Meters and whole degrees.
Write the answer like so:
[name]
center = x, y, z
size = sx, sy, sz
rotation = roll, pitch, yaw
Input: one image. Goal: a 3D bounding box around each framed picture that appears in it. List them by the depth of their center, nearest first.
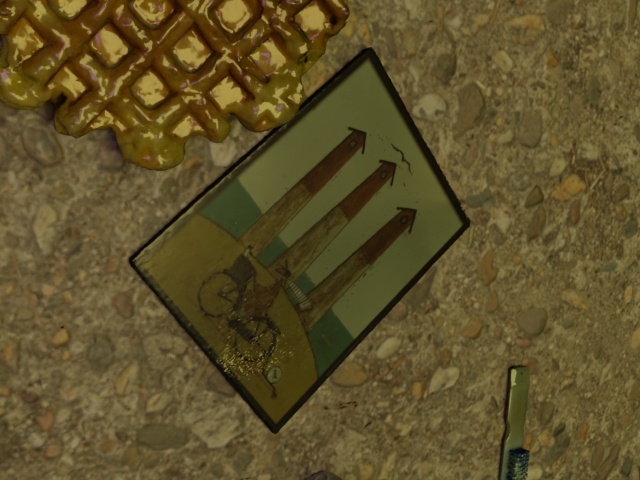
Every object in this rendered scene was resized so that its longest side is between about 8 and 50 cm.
[framed picture]
center = 0.000, 0.000, 0.843
size = 0.324, 0.013, 0.244
rotation = -44, 119, -18

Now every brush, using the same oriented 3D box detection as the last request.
[brush]
center = 0.243, 0.244, 1.036
size = 0.033, 0.030, 0.179
rotation = 0, 99, -23

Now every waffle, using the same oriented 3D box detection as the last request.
[waffle]
center = -0.114, -0.216, 0.667
size = 0.302, 0.068, 0.325
rotation = -2, 111, -22

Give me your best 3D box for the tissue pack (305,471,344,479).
[tissue pack]
center = -0.035, 0.357, 0.798
size = 0.246, 0.159, 0.136
rotation = -26, 110, -26
